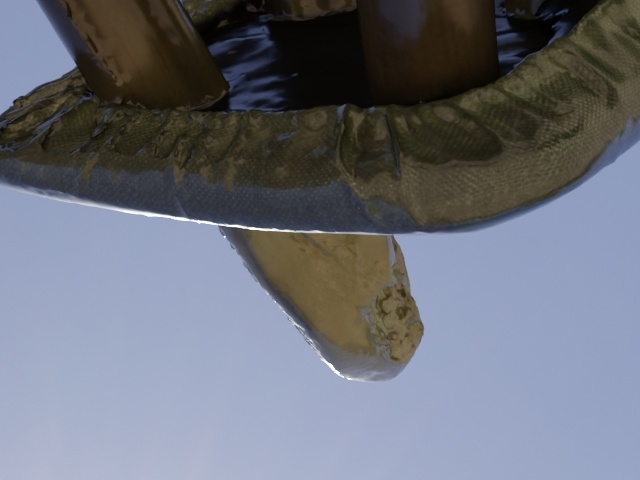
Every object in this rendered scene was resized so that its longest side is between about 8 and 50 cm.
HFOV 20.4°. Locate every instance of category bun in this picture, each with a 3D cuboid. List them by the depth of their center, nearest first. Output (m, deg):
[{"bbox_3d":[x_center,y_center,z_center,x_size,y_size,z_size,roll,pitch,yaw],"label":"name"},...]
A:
[{"bbox_3d":[0.000,0.000,1.362,0.116,0.210,0.237,-40,-86,1],"label":"bun"}]

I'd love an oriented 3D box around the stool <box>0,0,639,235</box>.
[{"bbox_3d":[0.011,-0.159,0.793,0.310,0.310,0.226,-40,-54,-50],"label":"stool"}]
